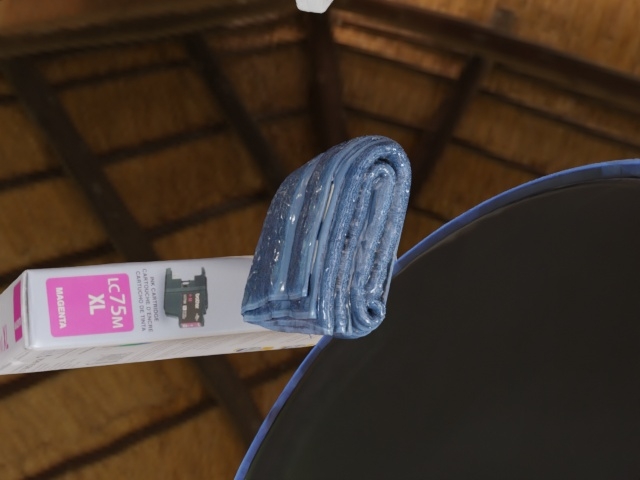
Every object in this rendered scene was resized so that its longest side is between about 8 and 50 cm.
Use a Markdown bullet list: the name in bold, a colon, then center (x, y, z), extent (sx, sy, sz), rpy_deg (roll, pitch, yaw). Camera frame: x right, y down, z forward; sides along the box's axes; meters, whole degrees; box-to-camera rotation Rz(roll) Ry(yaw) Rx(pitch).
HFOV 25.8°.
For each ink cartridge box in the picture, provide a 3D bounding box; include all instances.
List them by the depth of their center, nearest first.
- **ink cartridge box**: center (-0.073, 0.050, 1.016), extent (0.311, 0.065, 0.186), rpy_deg (-1, 171, -21)

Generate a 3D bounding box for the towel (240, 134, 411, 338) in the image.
- **towel**: center (0.000, 0.000, 0.482), extent (0.029, 0.067, 0.119), rpy_deg (14, 174, -11)

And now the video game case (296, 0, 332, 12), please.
- **video game case**: center (0.038, -0.337, 1.068), extent (0.025, 0.204, 0.285), rpy_deg (13, -132, 23)

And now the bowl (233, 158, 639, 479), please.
- **bowl**: center (0.085, 0.135, 0.595), extent (0.077, 0.391, 0.391), rpy_deg (36, -171, -30)
